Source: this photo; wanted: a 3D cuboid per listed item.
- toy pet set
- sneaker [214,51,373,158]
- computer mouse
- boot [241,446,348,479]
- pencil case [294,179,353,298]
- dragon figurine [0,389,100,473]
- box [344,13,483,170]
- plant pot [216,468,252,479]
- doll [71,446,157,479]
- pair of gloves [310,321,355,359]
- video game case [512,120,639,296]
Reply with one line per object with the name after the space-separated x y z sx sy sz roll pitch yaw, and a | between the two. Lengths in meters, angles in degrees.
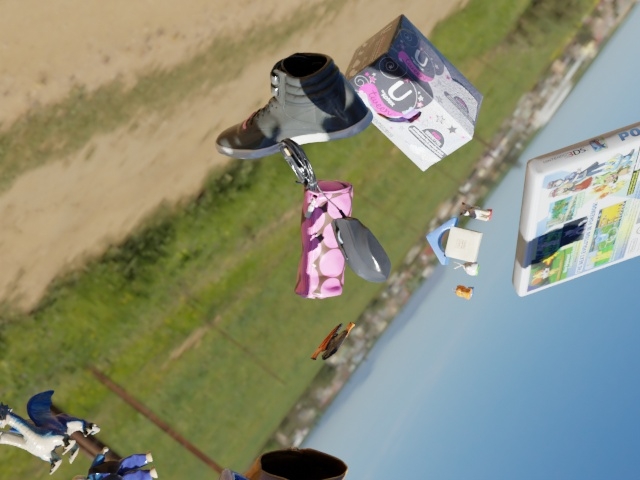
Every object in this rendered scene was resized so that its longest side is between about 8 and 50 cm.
0.173 0.010 1.401 0.114 0.065 0.122 -1 104 -77 | toy pet set
-0.069 -0.229 1.796 0.296 0.146 0.104 -9 -146 30 | sneaker
0.013 -0.036 1.488 0.041 0.242 0.071 -40 -174 -17 | computer mouse
0.001 0.402 1.683 0.211 0.295 0.104 -53 -143 42 | boot
0.000 0.000 1.848 0.098 0.095 0.209 -42 137 -66 | pencil case
-0.475 0.316 1.870 0.085 0.144 0.289 -56 172 14 | dragon figurine
0.183 -0.291 2.138 0.142 0.247 0.163 -35 -157 37 | box
-0.071 0.470 1.416 0.212 0.236 0.236 -58 -165 0 | plant pot
-0.474 0.531 2.476 0.189 0.129 0.046 -14 160 -13 | doll
0.020 0.156 1.670 0.074 0.010 0.083 -51 -169 -16 | pair of gloves
0.415 -0.056 1.495 0.300 0.036 0.329 -19 150 -5 | video game case
